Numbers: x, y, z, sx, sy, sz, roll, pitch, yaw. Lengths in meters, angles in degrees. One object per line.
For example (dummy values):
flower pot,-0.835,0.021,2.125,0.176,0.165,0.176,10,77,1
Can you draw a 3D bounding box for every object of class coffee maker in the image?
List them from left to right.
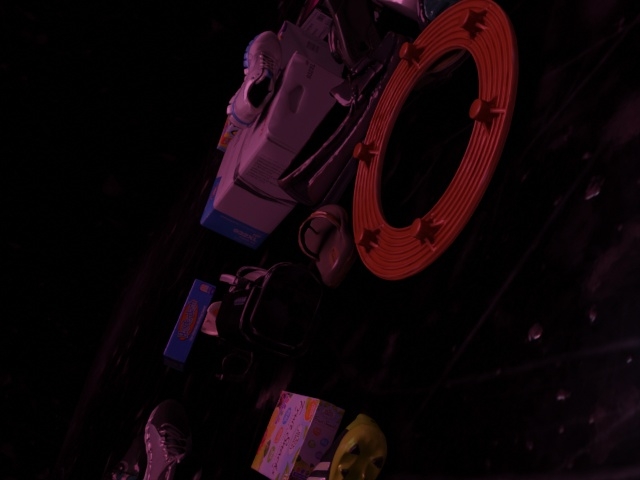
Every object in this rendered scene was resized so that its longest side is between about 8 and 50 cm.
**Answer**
coffee maker,-0.074,0.118,1.239,0.178,0.120,0.171,168,103,-72

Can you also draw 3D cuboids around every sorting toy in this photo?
sorting toy,-0.186,0.135,1.684,0.075,0.045,0.083,-59,-1,-35

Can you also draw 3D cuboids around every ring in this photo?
ring,0.112,-0.119,1.018,0.336,0.032,0.336,-52,28,43

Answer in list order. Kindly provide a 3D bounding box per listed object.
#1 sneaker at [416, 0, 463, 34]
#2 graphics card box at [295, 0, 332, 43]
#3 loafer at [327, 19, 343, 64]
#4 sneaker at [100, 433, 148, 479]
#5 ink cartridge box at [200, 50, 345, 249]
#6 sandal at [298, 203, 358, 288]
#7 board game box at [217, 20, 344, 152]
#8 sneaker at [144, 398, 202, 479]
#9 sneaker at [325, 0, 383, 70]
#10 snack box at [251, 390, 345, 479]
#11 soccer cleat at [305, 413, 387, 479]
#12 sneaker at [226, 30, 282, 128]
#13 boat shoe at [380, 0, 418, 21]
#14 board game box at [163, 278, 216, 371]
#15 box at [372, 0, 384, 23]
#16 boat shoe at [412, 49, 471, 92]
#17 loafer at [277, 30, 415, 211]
sneaker,0.174,-0.323,1.199,0.098,0.083,0.223,103,-173,-53
graphics card box,0.075,-0.578,1.866,0.371,0.094,0.233,-37,31,61
loafer,0.059,-0.419,1.727,0.061,0.062,0.170,-8,60,37
sneaker,-0.404,0.486,1.676,0.107,0.124,0.283,-41,27,54
ink cartridge box,-0.085,-0.159,1.646,0.307,0.129,0.223,-45,24,50
sandal,0.000,0.000,1.242,0.090,0.060,0.219,-59,16,17
board game box,-0.082,-0.281,1.810,0.275,0.144,0.142,-47,23,49
sneaker,-0.225,0.342,1.423,0.132,0.086,0.228,-43,35,41
sneaker,0.051,-0.377,1.486,0.130,0.087,0.227,92,162,-85
snack box,-0.028,0.227,1.014,0.100,0.037,0.141,-68,16,-12
soccer cleat,0.005,0.246,0.852,0.179,0.060,0.072,-55,7,10
sneaker,-0.099,-0.288,1.559,0.083,0.071,0.190,-20,52,58
boat shoe,0.133,-0.396,1.407,0.070,0.078,0.219,-61,14,14
board game box,-0.264,0.175,1.789,0.210,0.047,0.160,124,168,-73
box,0.077,-0.413,1.668,0.062,0.052,0.083,-25,41,65
boat shoe,0.152,-0.223,1.115,0.152,0.049,0.056,-11,63,66
loafer,0.038,-0.187,1.347,0.302,0.095,0.109,-62,16,7
